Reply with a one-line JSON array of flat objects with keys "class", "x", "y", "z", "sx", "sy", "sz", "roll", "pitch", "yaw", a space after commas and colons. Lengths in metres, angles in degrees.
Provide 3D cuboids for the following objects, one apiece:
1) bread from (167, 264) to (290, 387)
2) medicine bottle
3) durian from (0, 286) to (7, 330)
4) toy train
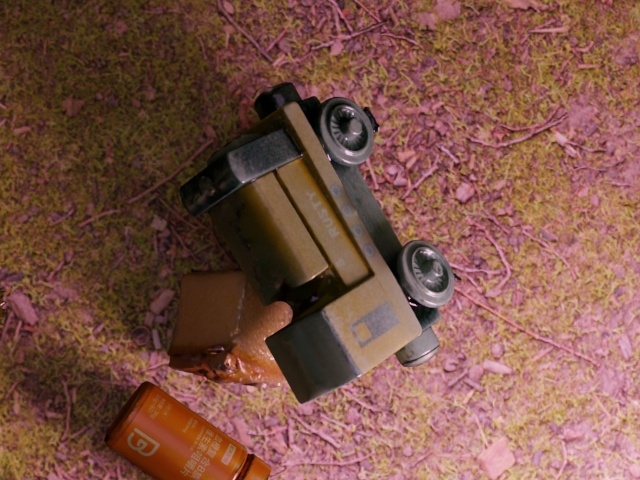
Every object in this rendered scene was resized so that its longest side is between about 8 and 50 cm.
[{"class": "bread", "x": -0.106, "y": 0.114, "z": 1.877, "sx": 0.152, "sy": 0.127, "sz": 0.147, "roll": 23, "pitch": 73, "yaw": -44}, {"class": "medicine bottle", "x": -0.163, "y": 0.263, "z": 1.823, "sx": 0.192, "sy": 0.096, "sz": 0.096, "roll": 36, "pitch": 75, "yaw": -7}, {"class": "durian", "x": -0.438, "y": 0.073, "z": 1.804, "sx": 0.100, "sy": 0.086, "sz": 0.215, "roll": -30, "pitch": 87, "yaw": 17}, {"class": "toy train", "x": 0.000, "y": 0.000, "z": 1.825, "sx": 0.253, "sy": 0.160, "sz": 0.397, "roll": -30, "pitch": 90, "yaw": -44}]
